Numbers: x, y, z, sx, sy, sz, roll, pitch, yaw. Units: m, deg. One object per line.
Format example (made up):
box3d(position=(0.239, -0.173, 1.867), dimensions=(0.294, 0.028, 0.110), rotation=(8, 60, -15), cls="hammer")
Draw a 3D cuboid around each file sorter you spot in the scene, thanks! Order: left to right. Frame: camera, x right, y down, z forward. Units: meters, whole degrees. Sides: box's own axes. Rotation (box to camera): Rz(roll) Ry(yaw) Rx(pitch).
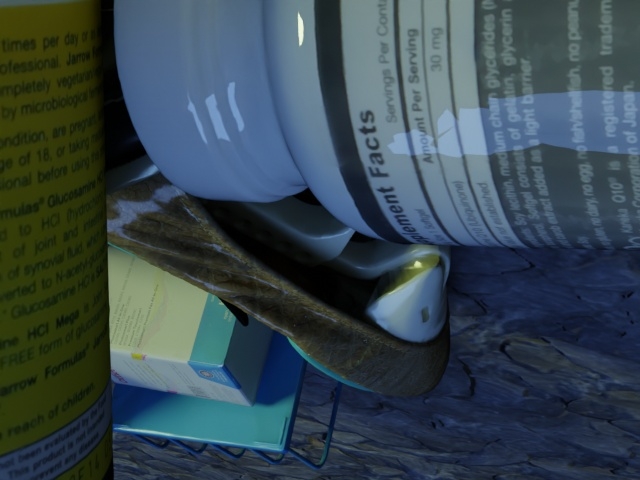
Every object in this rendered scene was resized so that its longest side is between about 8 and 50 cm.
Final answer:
box3d(position=(-0.078, 0.129, 0.982), dimensions=(0.170, 0.118, 0.104), rotation=(3, 156, 24), cls="file sorter")

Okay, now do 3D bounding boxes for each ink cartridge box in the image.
box3d(position=(-0.119, 0.066, 0.900), dimensions=(0.143, 0.090, 0.092), rotation=(8, 155, 16), cls="ink cartridge box")

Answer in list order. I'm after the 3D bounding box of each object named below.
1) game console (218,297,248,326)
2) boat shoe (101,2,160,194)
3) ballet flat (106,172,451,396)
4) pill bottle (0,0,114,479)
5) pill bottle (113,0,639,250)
box3d(position=(-0.109, 0.002, 0.778), dimensions=(0.107, 0.071, 0.122), rotation=(4, 154, 21), cls="game console")
box3d(position=(-0.187, -0.089, 0.573), dimensions=(0.340, 0.127, 0.113), rotation=(0, 131, 33), cls="boat shoe")
box3d(position=(0.000, 0.000, 0.697), dimensions=(0.124, 0.116, 0.342), rotation=(-31, 131, 34), cls="ballet flat")
box3d(position=(-0.175, -0.028, 0.424), dimensions=(0.188, 0.334, 0.188), rotation=(2, -164, -1), cls="pill bottle")
box3d(position=(0.079, -0.078, 0.399), dimensions=(0.278, 0.162, 0.162), rotation=(2, 153, 25), cls="pill bottle")
